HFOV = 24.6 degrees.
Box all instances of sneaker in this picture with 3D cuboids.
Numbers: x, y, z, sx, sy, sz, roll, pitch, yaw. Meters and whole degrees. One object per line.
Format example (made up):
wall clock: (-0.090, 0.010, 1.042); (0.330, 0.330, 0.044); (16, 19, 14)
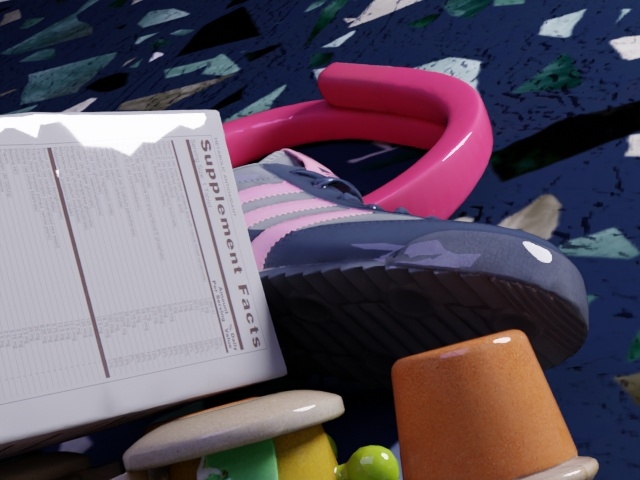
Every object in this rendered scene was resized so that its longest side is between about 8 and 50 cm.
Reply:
sneaker: (0.000, 0.000, 0.768); (0.319, 0.112, 0.131); (-1, 52, 35)

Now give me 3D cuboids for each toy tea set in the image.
toy tea set: (-0.052, 0.136, 0.610); (0.336, 0.124, 0.200); (-16, -5, 19)

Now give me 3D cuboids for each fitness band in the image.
fitness band: (-0.011, -0.043, 0.982); (0.209, 0.054, 0.291); (-37, 27, -25)

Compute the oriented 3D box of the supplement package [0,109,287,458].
supplement package: (-0.155, 0.028, 0.640); (0.134, 0.139, 0.244); (-20, -9, 40)
